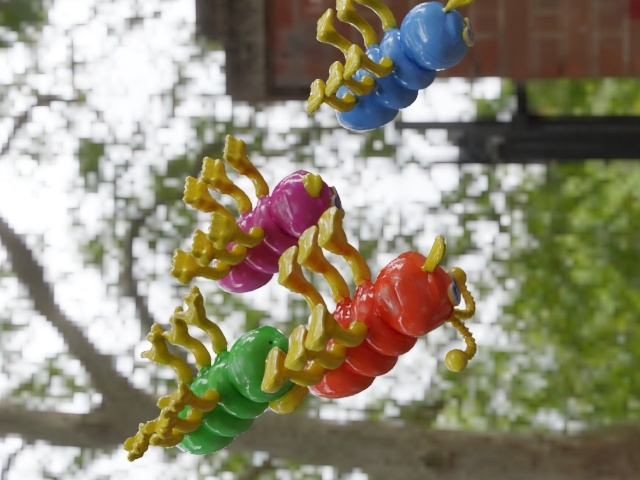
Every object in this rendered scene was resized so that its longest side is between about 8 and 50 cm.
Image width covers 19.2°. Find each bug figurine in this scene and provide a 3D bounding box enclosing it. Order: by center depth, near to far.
[{"bbox_3d":[0.000,0.000,0.924,0.072,0.216,0.279,34,-142,-22],"label":"bug figurine"}]
